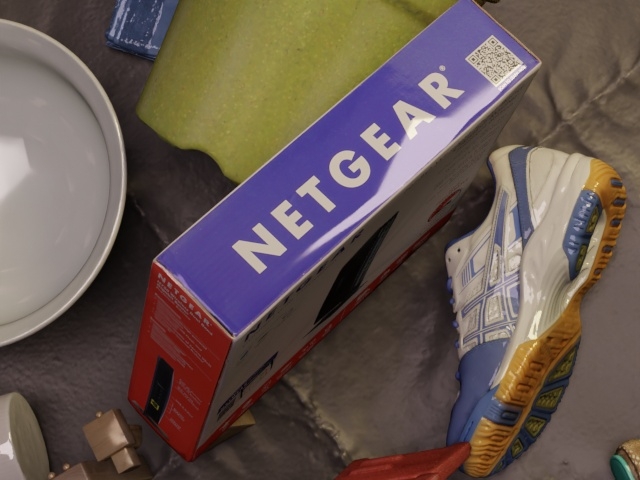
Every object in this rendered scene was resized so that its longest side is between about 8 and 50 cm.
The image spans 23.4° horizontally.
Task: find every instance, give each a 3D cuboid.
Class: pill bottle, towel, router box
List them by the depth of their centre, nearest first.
[{"bbox_3d":[0.000,0.000,1.226,0.082,0.301,0.335,44,66,10],"label":"router box"},{"bbox_3d":[-0.364,0.212,1.383,0.221,0.121,0.121,-17,81,4],"label":"pill bottle"},{"bbox_3d":[-0.139,-0.198,1.456,0.119,0.029,0.067,18,85,9],"label":"towel"}]

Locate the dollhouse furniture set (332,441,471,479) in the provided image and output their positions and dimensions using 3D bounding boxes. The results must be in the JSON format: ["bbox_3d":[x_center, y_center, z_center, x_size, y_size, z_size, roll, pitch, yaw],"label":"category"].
[{"bbox_3d":[-0.035,0.309,1.332,0.374,0.152,0.201,-11,97,28],"label":"dollhouse furniture set"}]

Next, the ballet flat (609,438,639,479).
[{"bbox_3d":[0.318,0.265,1.329,0.067,0.073,0.206,-19,85,-11],"label":"ballet flat"}]

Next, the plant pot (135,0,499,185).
[{"bbox_3d":[-0.024,-0.174,1.338,0.276,0.276,0.254,32,98,9],"label":"plant pot"}]

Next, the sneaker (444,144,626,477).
[{"bbox_3d":[0.162,0.059,1.367,0.131,0.112,0.296,21,87,31],"label":"sneaker"}]

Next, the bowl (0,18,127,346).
[{"bbox_3d":[-0.306,-0.043,1.403,0.298,0.134,0.298,-1,83,6],"label":"bowl"}]

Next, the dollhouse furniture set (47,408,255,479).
[{"bbox_3d":[-0.173,0.147,1.373,0.151,0.144,0.123,-32,75,16],"label":"dollhouse furniture set"}]
